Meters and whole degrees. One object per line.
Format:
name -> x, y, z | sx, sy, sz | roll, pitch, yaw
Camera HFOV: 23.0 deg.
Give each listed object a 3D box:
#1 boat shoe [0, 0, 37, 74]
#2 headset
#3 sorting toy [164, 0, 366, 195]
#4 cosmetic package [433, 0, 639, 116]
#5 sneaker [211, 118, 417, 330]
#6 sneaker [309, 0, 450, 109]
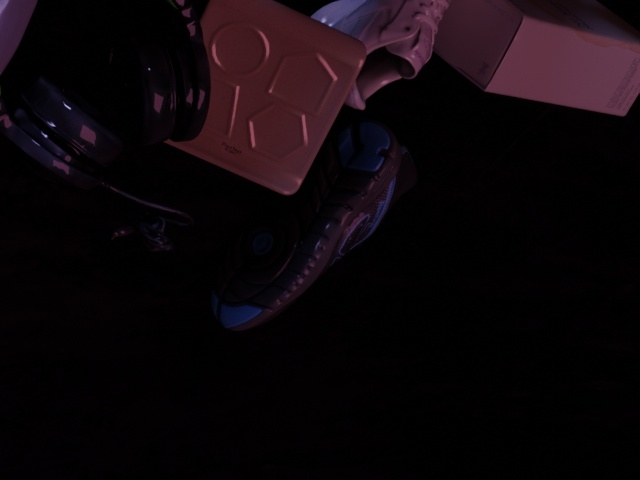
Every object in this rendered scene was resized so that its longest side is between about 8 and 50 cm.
boat shoe -> -0.326, -0.255, 1.540 | 0.258, 0.084, 0.095 | -64, 171, 4
headset -> -0.241, -0.152, 1.738 | 0.243, 0.185, 0.394 | -28, 126, -13
sorting toy -> -0.073, -0.178, 1.844 | 0.193, 0.038, 0.208 | 24, 112, -10
cosmetic package -> 0.289, -0.262, 2.068 | 0.309, 0.160, 0.113 | 4, 122, -46
sneaker -> 0.000, 0.000, 2.089 | 0.341, 0.125, 0.139 | -45, 149, 6
sneaker -> 0.114, -0.274, 1.898 | 0.305, 0.152, 0.114 | -43, 143, -2
